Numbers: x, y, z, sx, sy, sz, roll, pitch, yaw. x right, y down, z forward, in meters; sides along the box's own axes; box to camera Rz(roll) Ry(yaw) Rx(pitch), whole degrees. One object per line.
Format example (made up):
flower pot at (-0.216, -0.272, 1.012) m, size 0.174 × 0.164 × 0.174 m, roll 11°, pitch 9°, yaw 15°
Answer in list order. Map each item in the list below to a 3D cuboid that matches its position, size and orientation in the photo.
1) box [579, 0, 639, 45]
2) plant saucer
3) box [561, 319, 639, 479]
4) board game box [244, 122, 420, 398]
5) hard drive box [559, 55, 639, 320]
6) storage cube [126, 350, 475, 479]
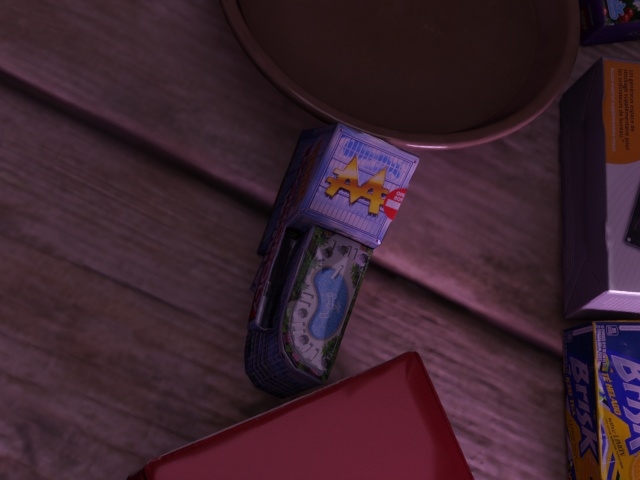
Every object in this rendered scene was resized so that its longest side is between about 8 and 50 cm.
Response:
box at (0.280, -0.308, 1.217) m, size 0.200 × 0.057 × 0.293 m, roll -7°, pitch 81°, yaw -12°
plant saucer at (0.054, -0.179, 1.122) m, size 0.277 × 0.041 × 0.278 m, roll 7°, pitch 61°, yaw -13°
box at (0.213, 0.144, 1.119) m, size 0.054 × 0.059 × 0.169 m, roll 1°, pitch 80°, yaw -16°
board game box at (0.000, 0.000, 1.033) m, size 0.060 × 0.194 × 0.194 m, roll 21°, pitch 76°, yaw -7°
hard drive box at (0.302, -0.028, 1.147) m, size 0.232 × 0.089 × 0.181 m, roll 4°, pitch 74°, yaw -12°
storage cube at (0.000, 0.201, 1.002) m, size 0.215 × 0.183 × 0.193 m, roll -22°, pitch 84°, yaw -14°
